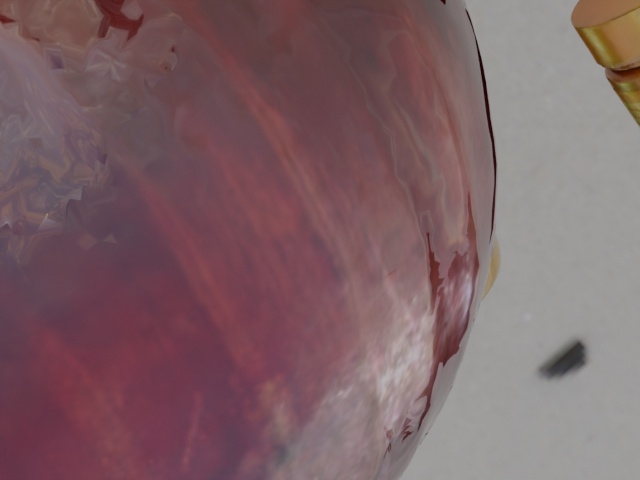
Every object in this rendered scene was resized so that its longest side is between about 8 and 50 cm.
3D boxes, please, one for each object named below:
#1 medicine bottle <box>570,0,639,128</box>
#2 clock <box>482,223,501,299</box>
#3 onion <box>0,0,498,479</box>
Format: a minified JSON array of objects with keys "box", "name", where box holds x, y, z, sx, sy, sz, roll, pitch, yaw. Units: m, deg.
[{"box":[0.232,-0.076,1.096,0.096,0.096,0.192,-38,108,-3],"name":"medicine bottle"},{"box":[0.000,0.000,1.586,0.244,0.317,0.200,-53,127,-41],"name":"clock"},{"box":[-0.126,0.000,0.495,0.341,0.341,0.341,-22,138,-21],"name":"onion"}]
